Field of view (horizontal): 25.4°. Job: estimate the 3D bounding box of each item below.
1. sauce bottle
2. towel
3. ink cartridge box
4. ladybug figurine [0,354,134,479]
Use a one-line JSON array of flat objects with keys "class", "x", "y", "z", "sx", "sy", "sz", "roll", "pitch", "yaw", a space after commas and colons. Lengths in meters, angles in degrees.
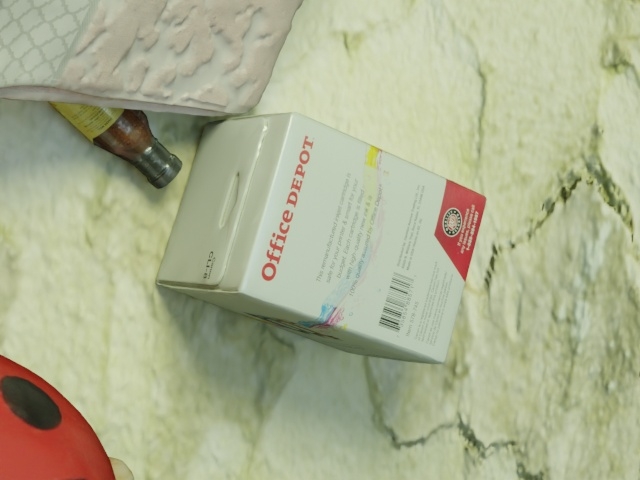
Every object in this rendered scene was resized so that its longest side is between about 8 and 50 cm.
[{"class": "sauce bottle", "x": -0.146, "y": -0.085, "z": 0.954, "sx": 0.128, "sy": 0.042, "sz": 0.042, "roll": 46, "pitch": 67, "yaw": -23}, {"class": "towel", "x": -0.073, "y": -0.227, "z": 0.846, "sx": 0.317, "sy": 0.053, "sz": 0.332, "roll": -8, "pitch": 128, "yaw": -57}, {"class": "ink cartridge box", "x": 0.000, "y": 0.000, "z": 0.996, "sx": 0.176, "sy": 0.127, "sz": 0.128, "roll": 22, "pitch": 79, "yaw": -31}, {"class": "ladybug figurine", "x": -0.281, "y": 0.178, "z": 0.756, "sx": 0.449, "sy": 0.162, "sz": 0.305, "roll": -15, "pitch": 81, "yaw": -42}]
